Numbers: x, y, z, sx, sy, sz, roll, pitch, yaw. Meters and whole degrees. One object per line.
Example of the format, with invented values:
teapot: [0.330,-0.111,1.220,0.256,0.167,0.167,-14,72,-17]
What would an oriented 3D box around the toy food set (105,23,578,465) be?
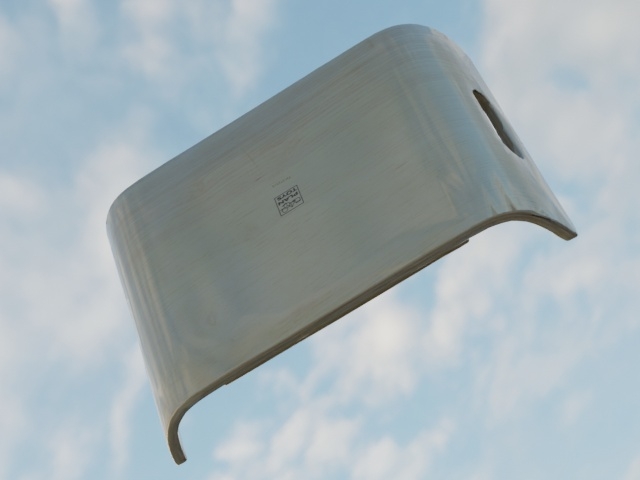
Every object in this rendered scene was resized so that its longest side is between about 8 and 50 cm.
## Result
toy food set: [0.000,0.000,1.081,0.306,0.219,0.092,-32,-47,9]
